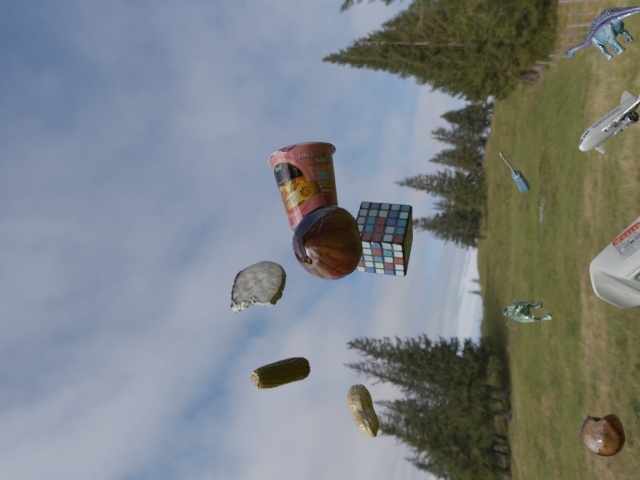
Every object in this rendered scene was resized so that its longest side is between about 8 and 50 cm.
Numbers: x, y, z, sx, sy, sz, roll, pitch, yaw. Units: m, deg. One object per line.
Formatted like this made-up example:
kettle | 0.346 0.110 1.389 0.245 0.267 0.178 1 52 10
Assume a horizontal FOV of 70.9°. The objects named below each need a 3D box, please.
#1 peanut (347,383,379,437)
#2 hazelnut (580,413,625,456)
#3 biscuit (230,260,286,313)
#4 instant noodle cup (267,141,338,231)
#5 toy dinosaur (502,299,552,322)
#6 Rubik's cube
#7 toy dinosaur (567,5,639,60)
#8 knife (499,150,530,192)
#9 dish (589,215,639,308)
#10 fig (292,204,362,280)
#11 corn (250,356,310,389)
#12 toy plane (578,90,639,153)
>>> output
peanut | 0.123 0.491 1.310 0.174 0.080 0.080 -114 13 -54
hazelnut | 0.566 0.386 0.898 0.086 0.086 0.086 7 -90 -69
biscuit | -0.186 0.131 1.279 0.188 0.265 0.040 -43 -61 -15
instant noodle cup | -0.039 -0.168 1.487 0.244 0.244 0.255 14 -118 -68
toy dinosaur | 0.654 0.223 1.406 0.383 0.129 0.076 24 -111 -60
Rubik's cube | 0.217 -0.004 1.551 0.184 0.182 0.187 74 -152 -50
toy dinosaur | 0.532 -0.382 0.826 0.045 0.080 0.197 -43 1 -13
knife | 0.550 -0.206 1.287 0.244 0.032 0.058 30 -129 -44
dish | 0.567 0.042 0.742 0.064 0.154 0.234 -65 -1 -47
fig | -0.008 0.002 1.183 0.250 0.186 0.203 8 -100 -46
corn | -0.122 0.407 1.383 0.231 0.080 0.080 3 -86 -50
toy plane | 0.635 -0.255 0.979 0.171 0.065 0.162 -50 -8 1
